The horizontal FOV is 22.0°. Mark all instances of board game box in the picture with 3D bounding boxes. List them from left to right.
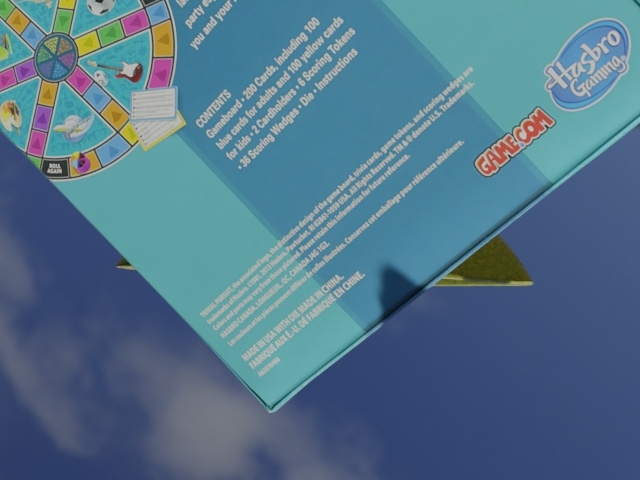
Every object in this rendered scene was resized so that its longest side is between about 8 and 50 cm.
[{"bbox_3d":[-0.050,-0.130,0.584,0.336,0.254,0.079,47,-136,-2],"label":"board game box"}]

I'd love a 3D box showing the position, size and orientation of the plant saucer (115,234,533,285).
[{"bbox_3d":[0.000,0.000,0.990,0.188,0.045,0.188,5,176,-32],"label":"plant saucer"}]
